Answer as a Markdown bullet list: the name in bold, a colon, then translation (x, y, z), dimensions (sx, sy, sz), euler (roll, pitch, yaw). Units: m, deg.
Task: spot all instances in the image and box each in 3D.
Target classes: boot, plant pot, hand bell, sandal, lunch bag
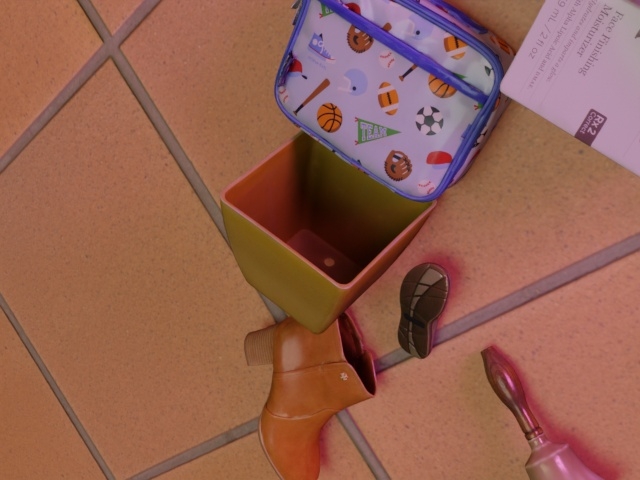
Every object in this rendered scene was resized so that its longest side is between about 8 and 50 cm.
- **boot**: translation (0.001, 0.258, 1.381), dimensions (0.211, 0.104, 0.295), euler (-12, 97, 38)
- **plant pot**: translation (0.000, 0.000, 1.218), dimensions (0.212, 0.212, 0.187), euler (36, 145, 17)
- **hand bell**: translation (0.286, 0.254, 1.198), dimensions (0.126, 0.126, 0.242), euler (-39, 74, 38)
- **sandal**: translation (0.151, 0.095, 1.250), dimensions (0.072, 0.049, 0.180), euler (32, 139, 27)
- **lunch bag**: translation (0.088, -0.213, 1.123), dimensions (0.303, 0.115, 0.243), euler (36, 123, 16)

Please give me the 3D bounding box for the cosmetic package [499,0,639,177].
- **cosmetic package**: translation (0.324, -0.191, 0.941), dimensions (0.184, 0.151, 0.151), euler (36, 126, 18)
